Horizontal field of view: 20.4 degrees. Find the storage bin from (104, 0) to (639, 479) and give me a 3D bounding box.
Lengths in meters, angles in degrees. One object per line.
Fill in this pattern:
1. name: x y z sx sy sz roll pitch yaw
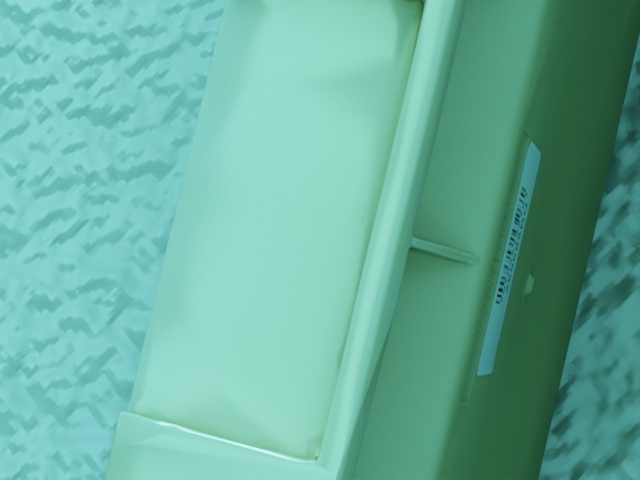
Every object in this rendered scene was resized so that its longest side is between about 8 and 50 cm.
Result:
1. storage bin: 0.000 0.000 0.470 0.123 0.260 0.262 13 89 15
